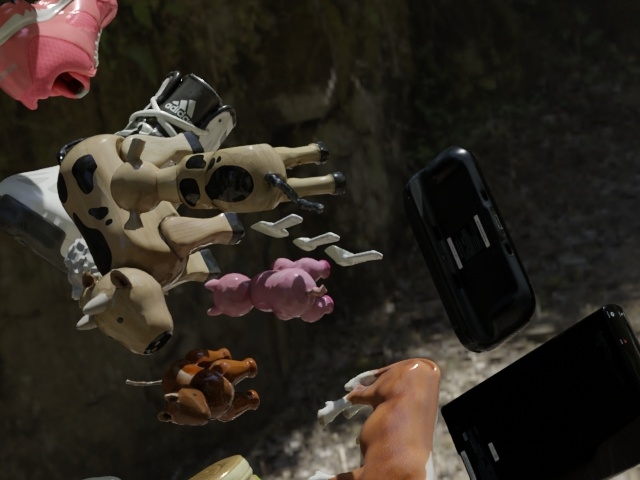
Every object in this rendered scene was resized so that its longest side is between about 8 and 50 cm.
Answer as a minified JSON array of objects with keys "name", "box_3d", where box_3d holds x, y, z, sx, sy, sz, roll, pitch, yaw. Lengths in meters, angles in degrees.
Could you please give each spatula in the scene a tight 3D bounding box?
[{"name":"spatula","box_3d":[0.000,0.000,1.723,0.168,0.019,0.242,25,-10,-11]}]

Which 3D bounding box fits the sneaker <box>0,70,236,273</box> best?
[{"name":"sneaker","box_3d":[-0.249,-0.107,1.512,0.169,0.257,0.447,34,8,5]}]

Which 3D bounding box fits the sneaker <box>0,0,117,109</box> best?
[{"name":"sneaker","box_3d":[-0.339,-0.244,1.587,0.116,0.136,0.314,-36,5,28]}]

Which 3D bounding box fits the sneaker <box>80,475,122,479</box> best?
[{"name":"sneaker","box_3d":[-0.326,0.412,1.821,0.106,0.101,0.267,18,-2,-37]}]

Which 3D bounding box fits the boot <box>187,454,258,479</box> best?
[{"name":"boot","box_3d":[-0.081,0.289,0.829,0.262,0.203,0.095,-47,-9,19]}]

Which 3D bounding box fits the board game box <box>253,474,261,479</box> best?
[{"name":"board game box","box_3d":[-0.128,0.513,2.145,0.043,0.092,0.181,-27,27,41]}]

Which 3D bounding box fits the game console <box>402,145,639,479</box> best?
[{"name":"game console","box_3d":[0.180,0.070,1.171,0.044,0.361,0.213,3,-32,-46]}]

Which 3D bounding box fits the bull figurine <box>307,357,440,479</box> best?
[{"name":"bull figurine","box_3d":[0.083,0.295,1.635,0.188,0.101,0.310,-14,41,29]}]

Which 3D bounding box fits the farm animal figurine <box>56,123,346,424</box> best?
[{"name":"farm animal figurine","box_3d":[-0.146,0.005,1.106,0.172,0.330,0.327,-9,41,-36]}]
